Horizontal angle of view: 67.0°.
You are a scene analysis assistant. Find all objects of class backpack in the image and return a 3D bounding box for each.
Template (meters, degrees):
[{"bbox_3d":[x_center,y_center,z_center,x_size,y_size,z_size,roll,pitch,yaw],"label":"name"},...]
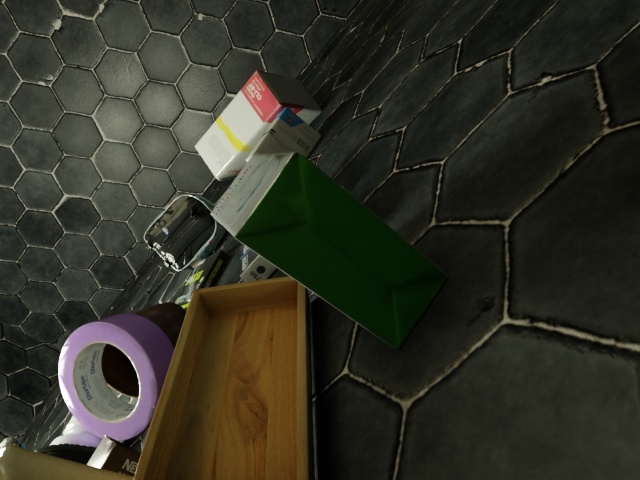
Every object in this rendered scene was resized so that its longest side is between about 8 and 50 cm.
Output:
[{"bbox_3d":[-0.474,-0.037,1.757,0.253,0.225,0.191,-49,-9,11],"label":"backpack"}]

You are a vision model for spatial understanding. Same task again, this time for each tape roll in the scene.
[{"bbox_3d":[-0.464,0.311,1.116,0.275,0.275,0.090,-46,-10,17],"label":"tape roll"}]

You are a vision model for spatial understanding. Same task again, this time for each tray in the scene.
[{"bbox_3d":[-0.115,0.206,0.704,0.203,0.076,0.410,-8,31,2],"label":"tray"}]

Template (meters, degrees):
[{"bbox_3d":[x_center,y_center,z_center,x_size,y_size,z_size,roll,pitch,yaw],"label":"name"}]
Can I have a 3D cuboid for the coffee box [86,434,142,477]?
[{"bbox_3d":[-0.381,0.495,0.847,0.098,0.141,0.246,-19,40,55],"label":"coffee box"}]

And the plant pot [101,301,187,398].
[{"bbox_3d":[-0.451,0.265,1.304,0.215,0.215,0.230,-45,8,20],"label":"plant pot"}]

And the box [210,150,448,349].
[{"bbox_3d":[0.000,0.000,0.673,0.126,0.262,0.231,-55,22,-5],"label":"box"}]

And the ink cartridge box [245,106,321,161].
[{"bbox_3d":[-0.118,-0.292,1.532,0.203,0.148,0.086,-56,20,-12],"label":"ink cartridge box"}]

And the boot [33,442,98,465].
[{"bbox_3d":[-0.507,0.522,0.971,0.207,0.247,0.094,-98,13,-65],"label":"boot"}]

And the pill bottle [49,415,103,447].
[{"bbox_3d":[-0.592,0.565,1.142,0.160,0.160,0.283,-37,26,35],"label":"pill bottle"}]

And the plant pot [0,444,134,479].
[{"bbox_3d":[-0.315,0.420,0.599,0.334,0.306,0.333,-43,23,23],"label":"plant pot"}]

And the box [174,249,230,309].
[{"bbox_3d":[-0.387,0.132,1.562,0.191,0.045,0.184,-22,39,52],"label":"box"}]

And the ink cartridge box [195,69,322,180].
[{"bbox_3d":[-0.227,-0.406,1.755,0.385,0.160,0.279,-41,-11,29],"label":"ink cartridge box"}]

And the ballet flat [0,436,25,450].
[{"bbox_3d":[-0.651,0.619,0.882,0.164,0.182,0.482,-29,61,33],"label":"ballet flat"}]

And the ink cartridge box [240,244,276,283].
[{"bbox_3d":[-0.115,-0.002,1.191,0.332,0.065,0.165,-49,22,12],"label":"ink cartridge box"}]

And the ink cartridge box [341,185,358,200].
[{"bbox_3d":[0.028,-0.029,0.943,0.099,0.056,0.135,-41,24,27],"label":"ink cartridge box"}]
